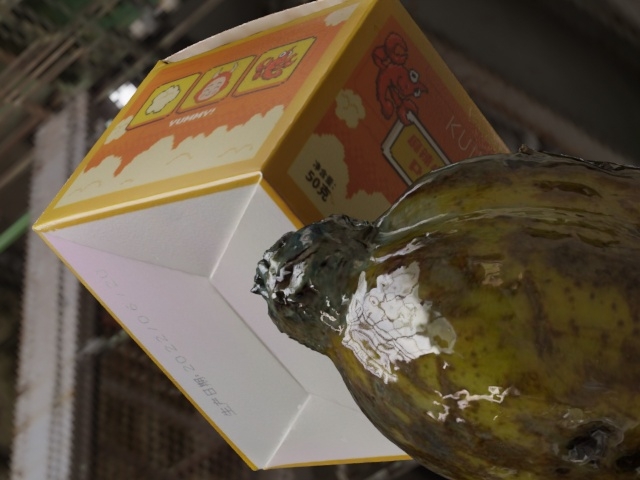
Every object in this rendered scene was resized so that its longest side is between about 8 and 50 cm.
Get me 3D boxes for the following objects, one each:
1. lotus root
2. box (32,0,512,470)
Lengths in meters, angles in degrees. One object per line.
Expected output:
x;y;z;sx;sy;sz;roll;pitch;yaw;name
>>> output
0.080;0.033;0.595;0.209;0.120;0.120;9;-134;-1;lotus root
0.000;0.000;1.296;0.283;0.259;0.214;50;-129;-26;box
